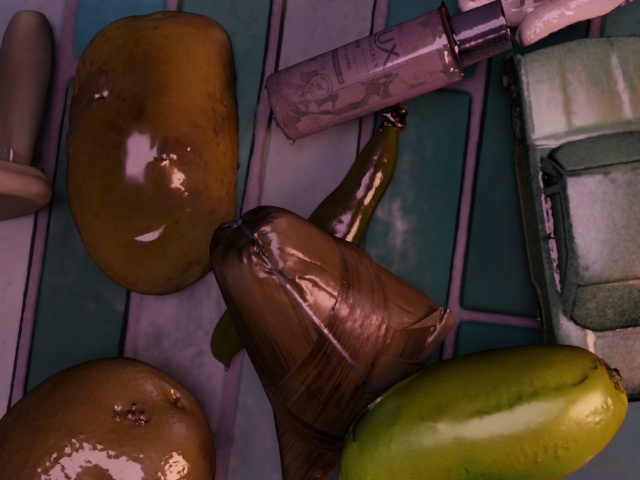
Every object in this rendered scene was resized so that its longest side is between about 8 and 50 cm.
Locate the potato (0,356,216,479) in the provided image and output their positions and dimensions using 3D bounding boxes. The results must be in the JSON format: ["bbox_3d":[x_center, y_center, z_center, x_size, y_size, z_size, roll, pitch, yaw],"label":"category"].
[{"bbox_3d":[-0.209,0.215,0.661,0.251,0.159,0.174,-42,62,9],"label":"potato"}]

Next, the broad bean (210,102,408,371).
[{"bbox_3d":[0.001,0.001,0.714,0.060,0.043,0.297,39,89,12],"label":"broad bean"}]

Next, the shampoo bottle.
[{"bbox_3d":[0.059,-0.152,0.682,0.214,0.072,0.072,-18,86,16],"label":"shampoo bottle"}]

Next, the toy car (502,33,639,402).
[{"bbox_3d":[0.251,-0.020,0.673,0.141,0.097,0.320,-9,87,2],"label":"toy car"}]

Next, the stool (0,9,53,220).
[{"bbox_3d":[-0.337,-0.120,0.663,0.195,0.195,0.198,-6,86,3],"label":"stool"}]

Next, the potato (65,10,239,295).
[{"bbox_3d":[-0.158,-0.086,0.695,0.160,0.111,0.271,1,88,1],"label":"potato"}]

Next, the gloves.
[{"bbox_3d":[0.233,-0.240,0.684,0.229,0.097,0.119,-12,65,7],"label":"gloves"}]

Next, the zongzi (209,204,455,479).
[{"bbox_3d":[-0.034,0.105,0.644,0.221,0.112,0.242,33,95,-33],"label":"zongzi"}]

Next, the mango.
[{"bbox_3d":[0.122,0.149,0.614,0.233,0.111,0.125,-23,124,6],"label":"mango"}]
